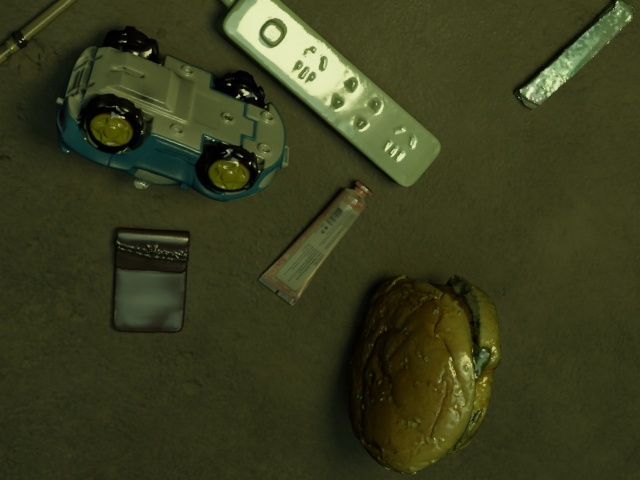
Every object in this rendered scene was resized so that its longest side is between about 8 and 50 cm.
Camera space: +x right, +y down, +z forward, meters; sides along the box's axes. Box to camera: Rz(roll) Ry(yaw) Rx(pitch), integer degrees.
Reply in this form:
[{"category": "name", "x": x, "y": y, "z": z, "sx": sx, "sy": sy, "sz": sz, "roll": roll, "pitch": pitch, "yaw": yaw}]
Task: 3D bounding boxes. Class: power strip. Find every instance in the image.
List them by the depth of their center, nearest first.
[{"category": "power strip", "x": 0.007, "y": -0.222, "z": 1.531, "sx": 0.385, "sy": 0.062, "sz": 0.091, "roll": 39, "pitch": 92, "yaw": -19}]

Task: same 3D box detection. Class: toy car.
[{"category": "toy car", "x": -0.198, "y": -0.145, "z": 1.456, "sx": 0.314, "sy": 0.198, "sz": 0.166, "roll": 19, "pitch": 133, "yaw": -19}]

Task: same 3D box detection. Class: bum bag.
[{"category": "bum bag", "x": -0.245, "y": 0.060, "z": 1.574, "sx": 0.109, "sy": 0.026, "sz": 0.159, "roll": 1, "pitch": 105, "yaw": -12}]

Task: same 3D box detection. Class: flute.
[{"category": "flute", "x": -0.370, "y": -0.294, "z": 1.455, "sx": 0.233, "sy": 0.027, "sz": 0.027, "roll": -39, "pitch": 108, "yaw": 1}]

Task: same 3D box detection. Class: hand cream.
[{"category": "hand cream", "x": 0.000, "y": 0.000, "z": 1.603, "sx": 0.067, "sy": 0.043, "sz": 0.209, "roll": 38, "pitch": 100, "yaw": -16}]

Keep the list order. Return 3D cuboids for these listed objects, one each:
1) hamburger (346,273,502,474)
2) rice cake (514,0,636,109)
[{"category": "hamburger", "x": 0.134, "y": 0.185, "z": 1.558, "sx": 0.134, "sy": 0.265, "sz": 0.285, "roll": 10, "pitch": 100, "yaw": -19}, {"category": "rice cake", "x": 0.376, "y": -0.274, "z": 1.605, "sx": 0.211, "sy": 0.034, "sz": 0.043, "roll": -42, "pitch": 100, "yaw": 2}]
